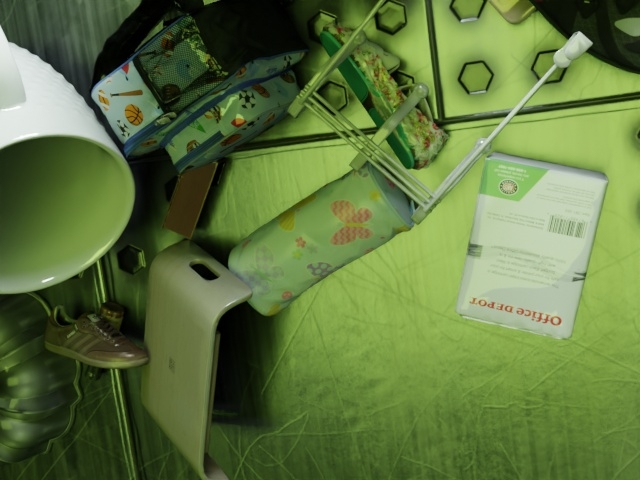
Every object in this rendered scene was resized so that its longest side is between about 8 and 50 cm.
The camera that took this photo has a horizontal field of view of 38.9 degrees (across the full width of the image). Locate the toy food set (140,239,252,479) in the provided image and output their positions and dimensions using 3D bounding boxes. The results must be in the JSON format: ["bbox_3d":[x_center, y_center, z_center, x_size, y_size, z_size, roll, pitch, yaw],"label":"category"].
[{"bbox_3d":[-0.175,0.177,1.325,0.220,0.092,0.306,32,121,52],"label":"toy food set"}]

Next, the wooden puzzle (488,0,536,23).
[{"bbox_3d":[0.256,-0.439,1.176,0.221,0.044,0.238,-42,88,18],"label":"wooden puzzle"}]

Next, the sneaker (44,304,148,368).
[{"bbox_3d":[-0.346,0.147,1.385,0.188,0.066,0.071,9,98,23],"label":"sneaker"}]

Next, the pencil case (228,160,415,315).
[{"bbox_3d":[0.000,0.000,1.289,0.273,0.113,0.124,-34,108,18],"label":"pencil case"}]

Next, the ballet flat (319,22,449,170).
[{"bbox_3d":[0.092,-0.208,1.255,0.077,0.091,0.241,-35,94,-12],"label":"ballet flat"}]

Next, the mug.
[{"bbox_3d":[-0.451,-0.167,1.249,0.328,0.276,0.374,51,150,34],"label":"mug"}]

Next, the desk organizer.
[{"bbox_3d":[-0.189,-0.071,1.361,0.050,0.047,0.130,24,105,7],"label":"desk organizer"}]

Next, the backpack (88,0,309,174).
[{"bbox_3d":[-0.166,-0.213,1.235,0.263,0.276,0.213,-20,93,30],"label":"backpack"}]

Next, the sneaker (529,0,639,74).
[{"bbox_3d":[0.294,-0.343,1.055,0.483,0.202,0.185,34,108,6],"label":"sneaker"}]

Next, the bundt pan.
[{"bbox_3d":[-0.564,0.229,1.475,0.331,0.124,0.330,3,101,15],"label":"bundt pan"}]

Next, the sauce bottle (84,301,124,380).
[{"bbox_3d":[-0.348,0.162,1.448,0.042,0.042,0.128,24,106,10],"label":"sauce bottle"}]

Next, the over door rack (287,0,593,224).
[{"bbox_3d":[0.144,-0.209,1.133,0.239,0.108,0.324,40,120,-1],"label":"over door rack"}]

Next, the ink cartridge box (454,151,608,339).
[{"bbox_3d":[0.282,0.005,1.223,0.160,0.092,0.219,13,104,12],"label":"ink cartridge box"}]
